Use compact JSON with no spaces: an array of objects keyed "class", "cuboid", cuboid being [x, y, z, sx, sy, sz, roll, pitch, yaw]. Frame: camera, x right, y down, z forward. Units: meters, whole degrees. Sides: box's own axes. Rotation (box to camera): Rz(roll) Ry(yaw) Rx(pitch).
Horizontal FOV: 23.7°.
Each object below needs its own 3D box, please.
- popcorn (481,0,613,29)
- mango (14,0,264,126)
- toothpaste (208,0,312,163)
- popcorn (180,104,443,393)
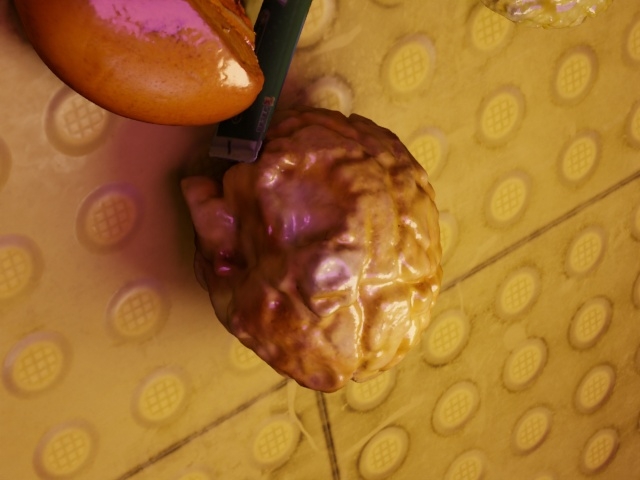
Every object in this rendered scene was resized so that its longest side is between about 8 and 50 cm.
[{"class":"popcorn","cuboid":[0.315,-0.422,2.212,0.225,0.174,0.286,-47,134,2]},{"class":"mango","cuboid":[-0.219,-0.251,1.860,0.350,0.201,0.199,16,83,-37]},{"class":"toothpaste","cuboid":[-0.052,-0.285,2.005,0.061,0.098,0.392,25,80,-40]},{"class":"popcorn","cuboid":[0.014,0.010,2.080,0.390,0.344,0.354,34,94,-40]}]
